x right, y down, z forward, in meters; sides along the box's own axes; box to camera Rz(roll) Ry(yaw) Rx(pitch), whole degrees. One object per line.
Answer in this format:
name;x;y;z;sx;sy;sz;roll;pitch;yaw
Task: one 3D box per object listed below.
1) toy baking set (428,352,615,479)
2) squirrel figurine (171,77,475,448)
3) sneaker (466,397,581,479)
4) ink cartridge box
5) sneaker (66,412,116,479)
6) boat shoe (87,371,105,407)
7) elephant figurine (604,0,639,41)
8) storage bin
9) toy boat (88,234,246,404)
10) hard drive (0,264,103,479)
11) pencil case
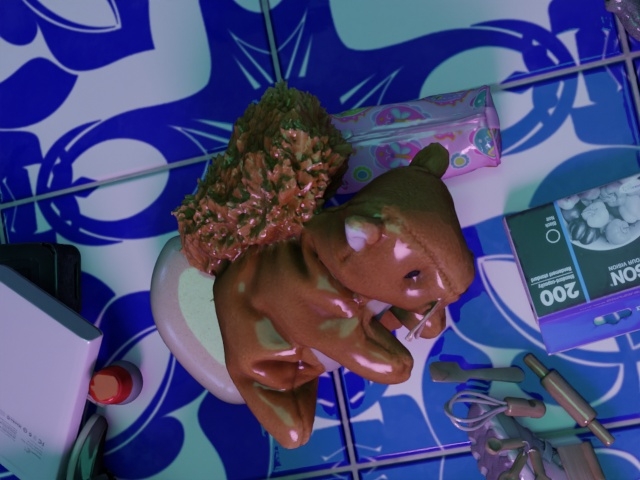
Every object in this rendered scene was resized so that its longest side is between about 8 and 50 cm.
toy baking set;0.272;0.234;1.233;0.196;0.030;0.256;-23;62;-34
squirrel figurine;0.000;0.000;1.139;0.281;0.370;0.397;-36;84;-33
sneaker;0.312;0.324;1.264;0.115;0.105;0.281;-31;73;-27
ink cartridge box;0.381;0.034;1.274;0.206;0.045;0.208;-19;85;10
sneaker;-0.322;0.379;1.400;0.118;0.083;0.222;11;91;1
boat shoe;-0.386;0.213;1.431;0.137;0.049;0.043;23;94;8
elephant figurine;0.501;-0.261;1.198;0.169;0.186;0.240;-23;91;32
storage bin;-0.474;0.068;1.438;0.180;0.084;0.122;-3;87;11
toy boat;-0.195;0.140;1.351;0.318;0.148;0.268;-32;85;-3
hard drive;-0.438;0.214;1.372;0.203;0.040;0.308;30;118;18
pencil case;0.111;-0.139;1.304;0.284;0.124;0.124;-7;86;11
